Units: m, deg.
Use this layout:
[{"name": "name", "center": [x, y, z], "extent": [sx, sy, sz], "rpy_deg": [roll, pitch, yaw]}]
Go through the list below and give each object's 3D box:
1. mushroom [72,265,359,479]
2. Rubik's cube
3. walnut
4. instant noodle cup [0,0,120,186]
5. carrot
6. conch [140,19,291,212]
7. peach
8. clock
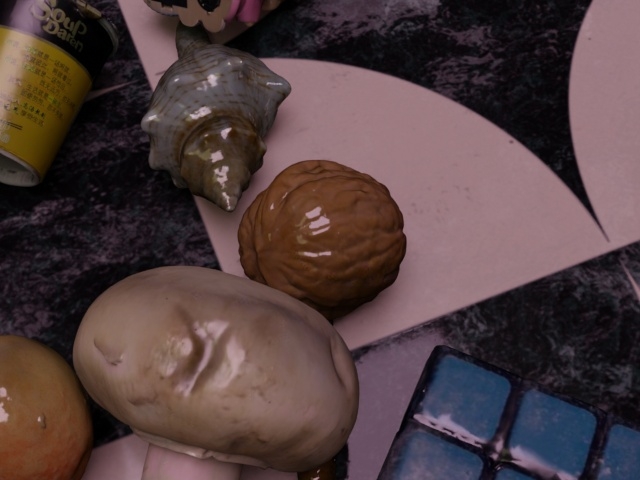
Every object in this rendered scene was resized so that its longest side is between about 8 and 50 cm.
[{"name": "mushroom", "center": [-0.113, 0.171, 1.038], "extent": [0.315, 0.356, 0.315], "rpy_deg": [4, 40, -3]}, {"name": "Rubik's cube", "center": [0.181, 0.360, 0.882], "extent": [0.344, 0.344, 0.337], "rpy_deg": [20, 58, 10]}, {"name": "walnut", "center": [0.000, 0.000, 1.145], "extent": [0.213, 0.213, 0.213], "rpy_deg": [0, 64, 0]}, {"name": "instant noodle cup", "center": [-0.404, -0.207, 1.260], "extent": [0.215, 0.215, 0.236], "rpy_deg": [13, 73, 6]}, {"name": "carrot", "center": [0.002, 0.190, 1.146], "extent": [0.049, 0.049, 0.255], "rpy_deg": [4, 62, 1]}, {"name": "conch", "center": [-0.142, -0.193, 1.264], "extent": [0.203, 0.170, 0.386], "rpy_deg": [-4, 64, -10]}, {"name": "peach", "center": [-0.355, 0.226, 1.036], "extent": [0.232, 0.232, 0.233], "rpy_deg": [0, 64, 0]}, {"name": "clock", "center": [-0.141, -0.383, 1.374], "extent": [0.194, 0.100, 0.195], "rpy_deg": [22, 34, 29]}]
